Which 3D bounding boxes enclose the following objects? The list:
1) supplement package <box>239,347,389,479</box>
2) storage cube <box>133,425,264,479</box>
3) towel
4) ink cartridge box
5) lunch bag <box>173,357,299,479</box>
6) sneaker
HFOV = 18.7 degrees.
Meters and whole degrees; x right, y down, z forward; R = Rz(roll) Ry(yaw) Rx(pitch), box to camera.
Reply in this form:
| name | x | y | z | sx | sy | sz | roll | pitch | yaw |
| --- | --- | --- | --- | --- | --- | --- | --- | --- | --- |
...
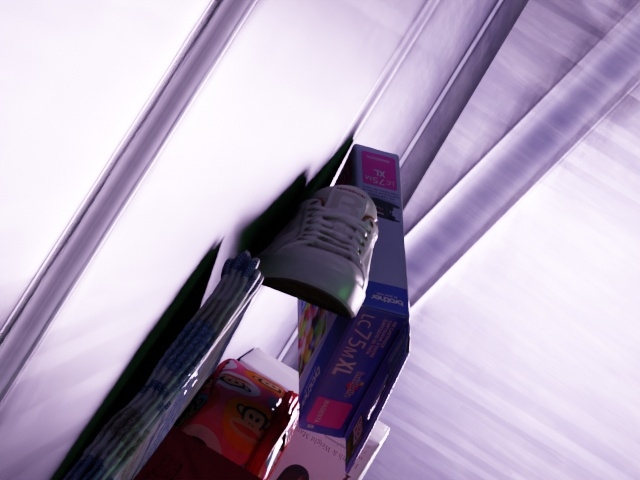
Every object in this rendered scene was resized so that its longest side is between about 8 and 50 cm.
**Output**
| name | x | y | z | sx | sy | sz | roll | pitch | yaw |
| --- | --- | --- | --- | --- | --- | --- | --- | --- | --- |
| supplement package | -0.055 | 0.268 | 2.314 | 0.203 | 0.194 | 0.149 | -60 | 175 | 5 |
| storage cube | -0.133 | 0.315 | 1.774 | 0.184 | 0.193 | 0.215 | -55 | 173 | -45 |
| towel | -0.146 | 0.151 | 1.557 | 0.285 | 0.034 | 0.209 | -54 | 176 | -30 |
| ink cartridge box | 0.031 | 0.066 | 2.017 | 0.311 | 0.065 | 0.186 | -94 | -157 | -48 |
| lunch bag | -0.133 | 0.270 | 2.026 | 0.293 | 0.120 | 0.258 | -60 | 180 | 10 |
| sneaker | 0.000 | 0.000 | 1.825 | 0.290 | 0.106 | 0.123 | -166 | -81 | -86 |
